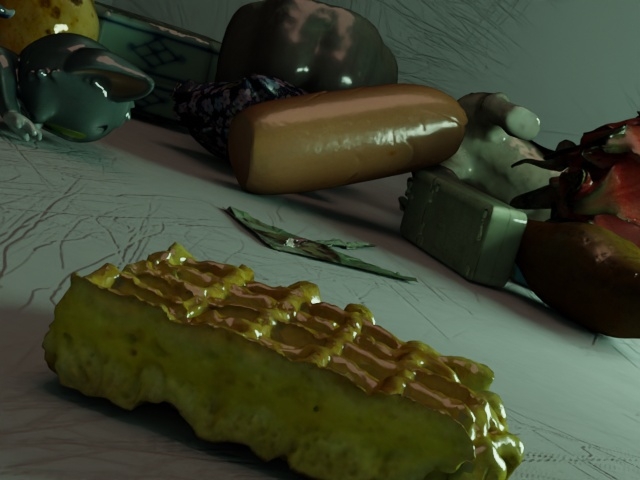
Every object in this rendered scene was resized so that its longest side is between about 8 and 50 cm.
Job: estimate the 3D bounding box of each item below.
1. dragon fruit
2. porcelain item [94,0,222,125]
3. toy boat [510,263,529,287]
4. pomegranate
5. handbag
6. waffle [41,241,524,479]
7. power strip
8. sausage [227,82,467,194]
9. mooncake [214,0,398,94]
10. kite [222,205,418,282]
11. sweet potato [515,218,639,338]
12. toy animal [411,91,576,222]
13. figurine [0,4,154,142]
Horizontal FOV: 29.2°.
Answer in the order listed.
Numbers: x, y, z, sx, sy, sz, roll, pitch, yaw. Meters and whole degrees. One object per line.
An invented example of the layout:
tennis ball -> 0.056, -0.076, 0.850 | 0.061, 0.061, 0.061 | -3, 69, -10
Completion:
dragon fruit -> 0.362, -0.057, 1.453 | 0.274, 0.193, 0.192 | -19, 21, 19
porcelain item -> -0.309, -0.295, 2.037 | 0.281, 0.157, 0.286 | 13, 10, -23
toy boat -> 0.314, 0.030, 1.531 | 0.185, 0.077, 0.075 | 11, 10, -42
pomegranate -> -0.402, -0.277, 1.622 | 0.215, 0.215, 0.215 | 18, 8, -3
handbag -> -0.085, -0.158, 1.709 | 0.228, 0.127, 0.208 | 22, -9, -35
waffle -> -0.003, 0.066, 0.650 | 0.229, 0.057, 0.219 | 20, 8, 6
power strip -> 0.157, -0.024, 1.493 | 0.053, 0.093, 0.288 | 12, 11, -19
sausage -> 0.037, -0.129, 1.540 | 0.304, 0.121, 0.121 | -10, 19, -22
mooncake -> -0.028, -0.231, 1.884 | 0.306, 0.154, 0.306 | 11, -28, 6
kite -> 0.000, 0.001, 1.265 | 0.229, 0.012, 0.250 | 23, 8, 22
sweet potato -> 0.298, 0.041, 1.326 | 0.112, 0.112, 0.359 | 13, 13, -32
toy animal -> 0.290, -0.083, 1.764 | 0.344, 0.194, 0.303 | 35, 4, -13
figurine -> -0.329, -0.185, 1.358 | 0.265, 0.140, 0.193 | 32, -11, -8
